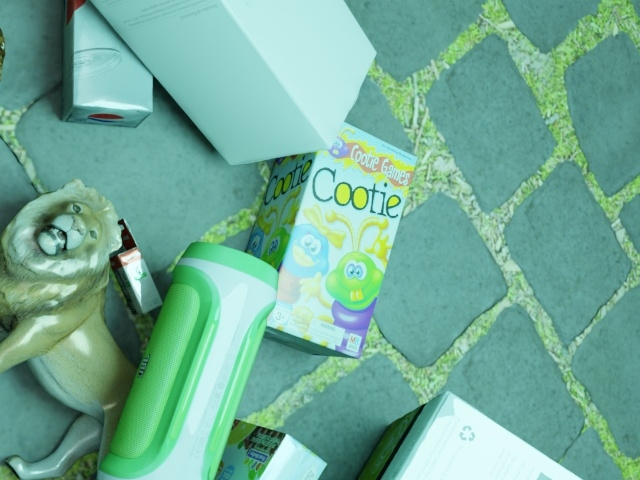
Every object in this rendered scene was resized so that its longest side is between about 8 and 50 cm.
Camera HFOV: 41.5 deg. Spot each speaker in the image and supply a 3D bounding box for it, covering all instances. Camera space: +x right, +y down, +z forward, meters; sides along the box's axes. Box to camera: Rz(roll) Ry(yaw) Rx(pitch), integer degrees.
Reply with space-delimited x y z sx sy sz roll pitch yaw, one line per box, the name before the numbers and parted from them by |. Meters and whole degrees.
speaker | -0.143 0.157 0.932 0.131 0.131 0.297 24 75 -22

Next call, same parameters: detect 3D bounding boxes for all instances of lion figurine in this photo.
lion figurine | -0.276 0.144 0.972 0.240 0.142 0.392 -39 121 -31

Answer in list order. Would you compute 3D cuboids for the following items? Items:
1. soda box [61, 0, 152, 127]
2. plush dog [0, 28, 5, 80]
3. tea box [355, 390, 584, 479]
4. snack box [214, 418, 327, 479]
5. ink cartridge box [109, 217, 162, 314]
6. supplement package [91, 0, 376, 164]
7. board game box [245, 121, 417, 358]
soda box | -0.261 -0.288 1.033 0.098 0.091 0.286 2 84 -26
plush dog | -0.469 -0.199 0.899 0.262 0.210 0.225 -39 119 4
tea box | 0.121 0.393 1.002 0.220 0.323 0.329 33 69 5
snack box | -0.104 0.304 0.989 0.070 0.207 0.174 40 70 -17
ink cartridge box | -0.234 0.033 1.031 0.029 0.063 0.115 -26 96 -25
supplement package | -0.096 -0.256 0.999 0.293 0.175 0.178 51 49 -35
board game box | 0.000 0.000 1.106 0.144 0.142 0.275 22 76 -23
